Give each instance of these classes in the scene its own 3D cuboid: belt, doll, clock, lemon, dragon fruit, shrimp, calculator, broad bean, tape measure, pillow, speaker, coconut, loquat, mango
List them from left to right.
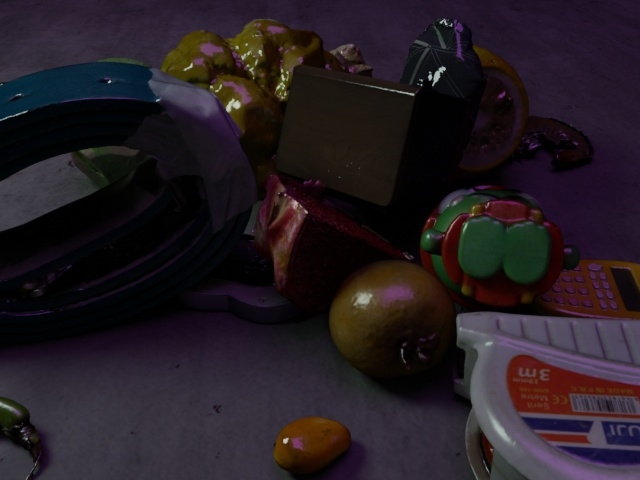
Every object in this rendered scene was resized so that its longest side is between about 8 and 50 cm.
[{"bbox_3d":[-0.441,0.189,0.720,0.318,0.056,0.098,8,32,7],"label":"broad bean"},{"bbox_3d":[-0.302,-0.049,0.854,0.436,0.300,0.173,-25,37,-9],"label":"belt"},{"bbox_3d":[-0.342,-0.189,1.190,0.235,0.236,0.204,15,3,21],"label":"coconut"},{"bbox_3d":[-0.103,0.034,0.969,0.198,0.064,0.172,11,35,14],"label":"clock"},{"bbox_3d":[-0.009,0.005,0.901,0.274,0.126,0.161,21,22,-51],"label":"dragon fruit"},{"bbox_3d":[-0.007,0.212,0.712,0.089,0.046,0.060,-3,32,-30],"label":"mango"},{"bbox_3d":[0.072,-0.152,1.004,0.231,0.193,0.153,22,16,39],"label":"speaker"},{"bbox_3d":[0.086,0.093,0.814,0.163,0.137,0.163,9,18,-3],"label":"loquat"},{"bbox_3d":[0.161,-0.182,1.090,0.161,0.335,0.092,32,21,35],"label":"pillow"},{"bbox_3d":[0.239,-0.236,1.251,0.240,0.240,0.219,-11,20,-18],"label":"lemon"},{"bbox_3d":[0.226,0.007,0.919,0.182,0.160,0.363,0,10,8],"label":"doll"},{"bbox_3d":[0.446,-0.187,1.356,0.173,0.058,0.253,30,40,24],"label":"shrimp"},{"bbox_3d":[0.269,0.183,0.692,0.258,0.130,0.265,2,38,7],"label":"tape measure"},{"bbox_3d":[0.399,0.074,0.954,0.234,0.032,0.146,4,33,7],"label":"calculator"}]

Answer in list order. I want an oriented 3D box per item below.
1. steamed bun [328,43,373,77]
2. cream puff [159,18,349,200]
[{"bbox_3d":[0.016,-0.329,1.429,0.177,0.192,0.106,-29,58,-25],"label":"steamed bun"},{"bbox_3d":[-0.087,-0.239,1.142,0.257,0.324,0.291,-39,40,13],"label":"cream puff"}]
